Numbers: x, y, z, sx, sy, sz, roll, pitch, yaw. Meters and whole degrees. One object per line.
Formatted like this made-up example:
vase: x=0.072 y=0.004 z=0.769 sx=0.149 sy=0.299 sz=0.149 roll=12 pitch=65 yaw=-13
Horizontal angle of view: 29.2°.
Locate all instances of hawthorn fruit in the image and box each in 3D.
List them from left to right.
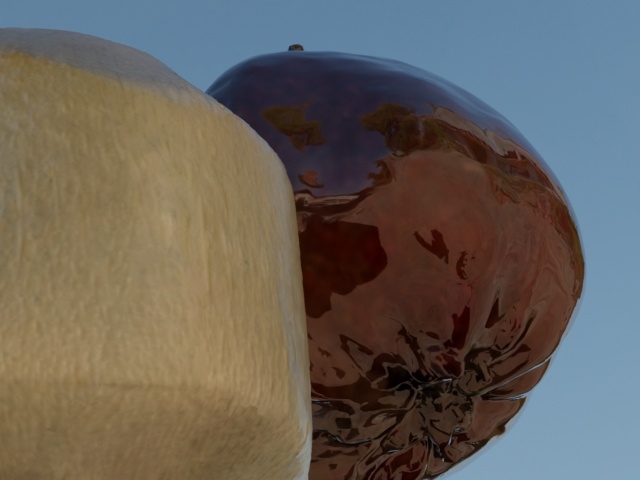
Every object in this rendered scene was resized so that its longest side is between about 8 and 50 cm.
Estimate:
hawthorn fruit: x=0.003 y=0.017 z=0.811 sx=0.308 sy=0.325 sz=0.308 roll=-33 pitch=-40 yaw=-33

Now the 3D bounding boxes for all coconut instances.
coconut: x=-0.124 y=0.056 z=0.501 sx=0.245 sy=0.245 sz=0.247 roll=45 pitch=-147 yaw=-44
